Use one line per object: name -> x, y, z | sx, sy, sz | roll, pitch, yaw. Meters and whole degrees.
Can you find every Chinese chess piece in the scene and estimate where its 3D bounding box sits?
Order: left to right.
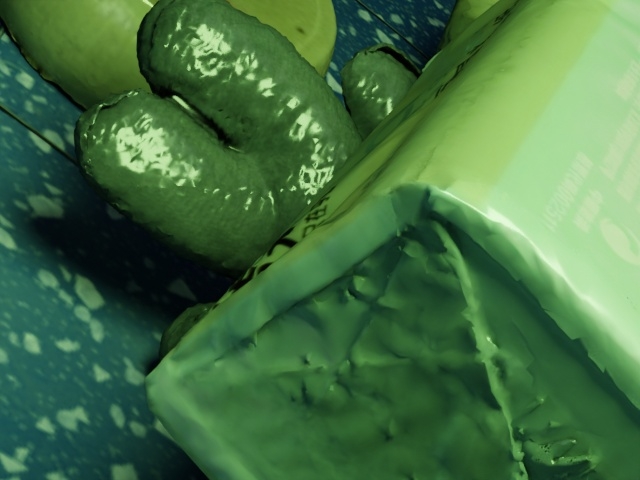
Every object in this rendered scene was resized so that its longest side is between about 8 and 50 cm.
Chinese chess piece -> -0.107, -0.169, 1.163 | 0.250, 0.103, 0.250 | 30, 33, -22

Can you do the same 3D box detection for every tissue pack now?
tissue pack -> 0.154, 0.053, 0.805 | 0.332, 0.205, 0.405 | 48, 31, -5

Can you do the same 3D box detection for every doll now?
doll -> -0.002, 0.003, 1.009 | 0.340, 0.158, 0.246 | 33, 65, -20

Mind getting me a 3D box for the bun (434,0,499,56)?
bun -> 0.204, -0.115, 1.432 | 0.259, 0.152, 0.259 | 18, 29, -10
